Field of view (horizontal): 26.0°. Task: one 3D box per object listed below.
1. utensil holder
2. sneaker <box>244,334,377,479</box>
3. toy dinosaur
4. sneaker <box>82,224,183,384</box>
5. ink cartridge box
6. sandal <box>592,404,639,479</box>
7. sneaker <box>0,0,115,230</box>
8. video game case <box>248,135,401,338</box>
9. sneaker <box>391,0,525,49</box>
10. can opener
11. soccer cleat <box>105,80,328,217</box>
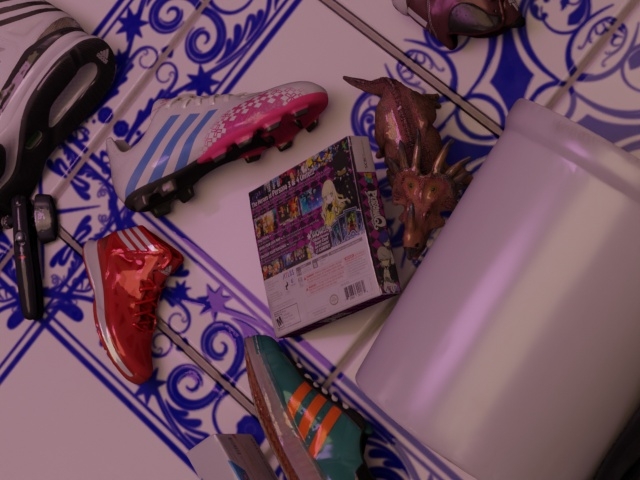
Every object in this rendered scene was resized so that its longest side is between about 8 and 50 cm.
[{"bbox_3d":[0.264,0.080,1.628,0.327,0.327,0.385,35,95,20],"label":"utensil holder"},{"bbox_3d":[-0.003,0.244,1.812,0.121,0.108,0.302,-20,63,-15],"label":"sneaker"},{"bbox_3d":[0.117,-0.123,1.770,0.127,0.200,0.296,-30,73,12],"label":"toy dinosaur"},{"bbox_3d":[-0.244,0.079,1.918,0.128,0.087,0.221,-24,76,14],"label":"sneaker"},{"bbox_3d":[-0.111,0.302,1.818,0.052,0.122,0.088,-36,72,14],"label":"ink cartridge box"},{"bbox_3d":[0.390,0.258,1.564,0.107,0.167,0.446,38,123,25],"label":"sandal"},{"bbox_3d":[-0.524,-0.175,2.032,0.257,0.169,0.447,41,87,28],"label":"sneaker"},{"bbox_3d":[0.000,0.000,1.811,0.232,0.041,0.210,-27,70,49],"label":"video game case"},{"bbox_3d":[0.239,-0.366,1.833,0.281,0.106,0.162,-46,76,17],"label":"sneaker"},{"bbox_3d":[-0.420,0.023,1.997,0.073,0.059,0.186,-5,79,17],"label":"can opener"},{"bbox_3d":[-0.153,-0.160,1.909,0.331,0.116,0.143,-28,74,12],"label":"soccer cleat"}]
